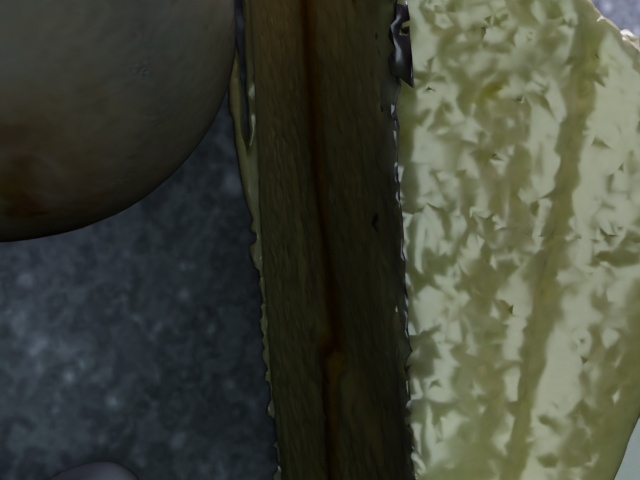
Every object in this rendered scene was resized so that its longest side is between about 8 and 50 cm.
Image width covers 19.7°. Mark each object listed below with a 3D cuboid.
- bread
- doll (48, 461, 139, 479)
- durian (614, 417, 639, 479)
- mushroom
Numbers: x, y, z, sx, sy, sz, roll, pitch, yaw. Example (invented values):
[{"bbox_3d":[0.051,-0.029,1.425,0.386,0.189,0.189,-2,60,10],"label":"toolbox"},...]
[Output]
[{"bbox_3d":[0.000,0.000,0.836,0.242,0.346,0.404,30,87,-18],"label":"bread"},{"bbox_3d":[-0.239,0.156,0.730,0.376,0.187,0.365,26,47,-21],"label":"doll"},{"bbox_3d":[0.209,0.127,0.980,0.352,0.158,0.169,31,89,-18],"label":"durian"},{"bbox_3d":[-0.151,-0.155,0.841,0.292,0.292,0.290,41,46,-12],"label":"mushroom"}]
